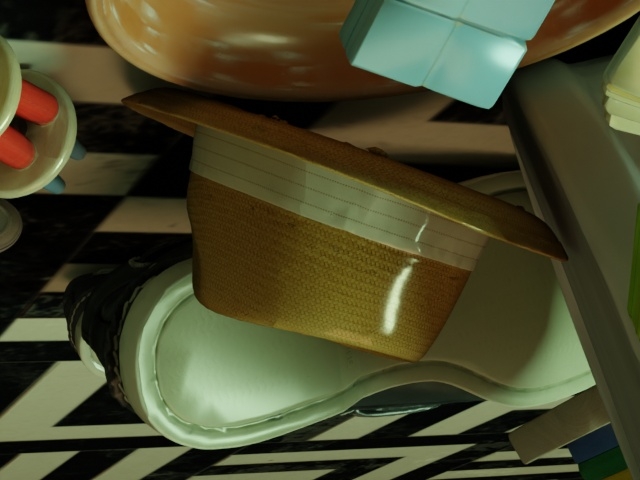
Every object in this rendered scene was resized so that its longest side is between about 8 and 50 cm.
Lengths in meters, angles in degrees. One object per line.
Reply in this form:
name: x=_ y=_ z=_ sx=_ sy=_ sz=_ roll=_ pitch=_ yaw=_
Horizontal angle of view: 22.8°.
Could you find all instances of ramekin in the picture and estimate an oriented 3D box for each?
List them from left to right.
ramekin: x=0.179 y=0.034 z=0.659 sx=0.127 sy=0.273 sz=0.273 roll=-21 pitch=162 yaw=3

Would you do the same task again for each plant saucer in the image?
plant saucer: x=0.022 y=-0.099 z=0.517 sx=0.200 sy=0.037 sz=0.200 roll=-6 pitch=164 yaw=-2

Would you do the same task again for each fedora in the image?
fedora: x=0.000 y=0.000 z=0.633 sx=0.194 sy=0.079 sz=0.194 roll=20 pitch=-178 yaw=-1

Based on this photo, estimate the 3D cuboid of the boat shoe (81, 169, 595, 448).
boat shoe: x=0.034 y=0.030 z=0.821 sx=0.340 sy=0.127 sz=0.113 roll=-14 pitch=-165 yaw=-32

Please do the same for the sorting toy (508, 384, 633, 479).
sorting toy: x=0.282 y=0.080 z=0.972 sx=0.257 sy=0.089 sz=0.255 roll=-24 pitch=169 yaw=-21

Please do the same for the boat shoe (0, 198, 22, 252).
boat shoe: x=-0.180 y=-0.014 z=0.719 sx=0.100 sy=0.035 sz=0.035 roll=11 pitch=159 yaw=-29

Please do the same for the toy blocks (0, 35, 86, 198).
toy blocks: x=-0.160 y=-0.042 z=0.598 sx=0.123 sy=0.054 sz=0.148 roll=-12 pitch=163 yaw=12

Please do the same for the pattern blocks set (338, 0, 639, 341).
pattern blocks set: x=0.184 y=-0.073 z=0.448 sx=0.324 sy=0.026 sz=0.285 roll=25 pitch=118 yaw=-26

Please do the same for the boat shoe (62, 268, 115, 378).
boat shoe: x=-0.050 y=0.034 z=0.921 sx=0.206 sy=0.075 sz=0.065 roll=-5 pitch=-153 yaw=-26
